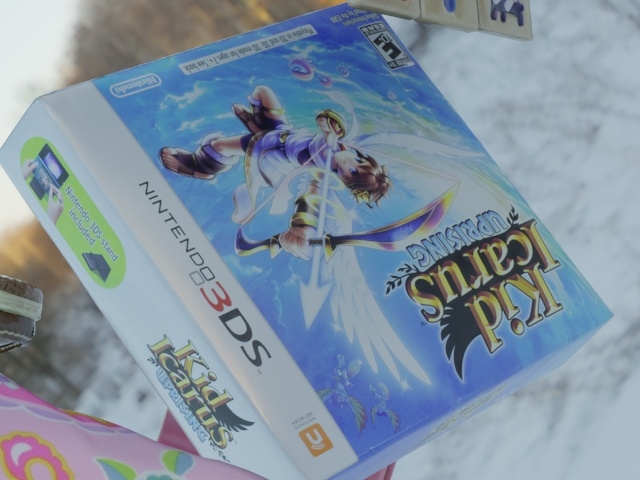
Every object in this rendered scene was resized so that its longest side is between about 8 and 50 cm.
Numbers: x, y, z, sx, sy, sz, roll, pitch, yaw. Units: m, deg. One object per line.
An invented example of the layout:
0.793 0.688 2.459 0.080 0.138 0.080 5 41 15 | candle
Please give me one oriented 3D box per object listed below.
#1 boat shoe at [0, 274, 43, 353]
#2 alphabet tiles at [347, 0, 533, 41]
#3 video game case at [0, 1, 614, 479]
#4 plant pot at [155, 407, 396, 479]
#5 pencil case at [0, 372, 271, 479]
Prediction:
-0.266 0.075 1.210 0.257 0.095 0.095 -9 71 43 | boat shoe
0.053 -0.284 1.069 0.011 0.343 0.285 -10 -8 37 | alphabet tiles
0.000 0.000 1.067 0.269 0.244 0.061 -24 -17 -44 | video game case
-0.036 0.178 1.576 0.201 0.180 0.201 19 -90 -85 | plant pot
-0.090 0.121 0.748 0.124 0.284 0.124 -59 17 31 | pencil case
